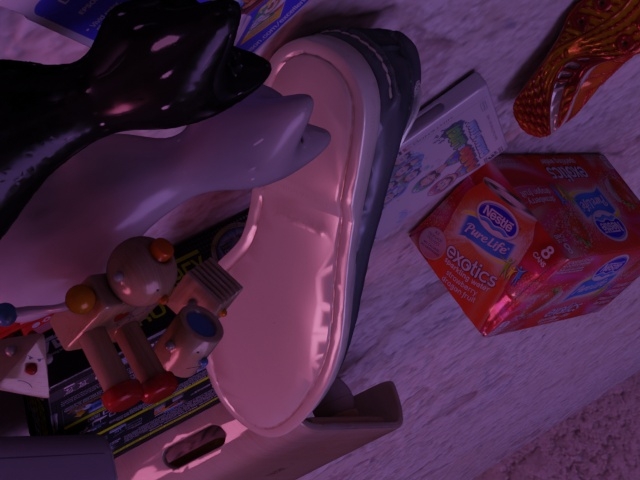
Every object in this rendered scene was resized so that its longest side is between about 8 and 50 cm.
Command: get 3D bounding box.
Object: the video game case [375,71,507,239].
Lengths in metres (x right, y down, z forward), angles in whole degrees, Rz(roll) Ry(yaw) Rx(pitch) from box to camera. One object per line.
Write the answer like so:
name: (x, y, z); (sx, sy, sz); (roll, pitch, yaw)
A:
video game case: (0.085, -0.065, 1.087); (0.143, 0.019, 0.157); (-36, 160, 3)

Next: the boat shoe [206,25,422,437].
boat shoe: (0.000, 0.000, 0.897); (0.099, 0.116, 0.319); (-32, 144, -47)

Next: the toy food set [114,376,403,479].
toy food set: (-0.065, 0.204, 1.392); (0.220, 0.092, 0.306); (-29, 161, 20)

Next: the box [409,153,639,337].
box: (0.224, -0.001, 1.294); (0.122, 0.128, 0.257); (-46, 157, 29)

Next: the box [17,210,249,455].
box: (-0.106, 0.076, 1.048); (0.270, 0.060, 0.216); (-27, 159, -20)

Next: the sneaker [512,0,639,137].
sneaker: (0.218, -0.156, 1.056); (0.175, 0.064, 0.067); (-46, 177, 42)

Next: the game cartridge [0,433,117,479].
game cartridge: (-0.294, 0.229, 1.013); (0.196, 0.060, 0.294); (11, 141, -43)

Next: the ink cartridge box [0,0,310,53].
ink cartridge box: (-0.042, -0.168, 0.615); (0.206, 0.045, 0.208); (-41, 160, 15)

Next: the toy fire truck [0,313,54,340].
toy fire truck: (-0.212, 0.029, 0.790); (0.192, 0.047, 0.135); (-29, 158, -18)

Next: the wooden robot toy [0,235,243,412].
wooden robot toy: (-0.088, 0.034, 0.675); (0.173, 0.076, 0.079); (-9, 145, -52)

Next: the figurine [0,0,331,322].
figurine: (-0.106, -0.041, 0.656); (0.209, 0.092, 0.215); (-23, 166, 9)
